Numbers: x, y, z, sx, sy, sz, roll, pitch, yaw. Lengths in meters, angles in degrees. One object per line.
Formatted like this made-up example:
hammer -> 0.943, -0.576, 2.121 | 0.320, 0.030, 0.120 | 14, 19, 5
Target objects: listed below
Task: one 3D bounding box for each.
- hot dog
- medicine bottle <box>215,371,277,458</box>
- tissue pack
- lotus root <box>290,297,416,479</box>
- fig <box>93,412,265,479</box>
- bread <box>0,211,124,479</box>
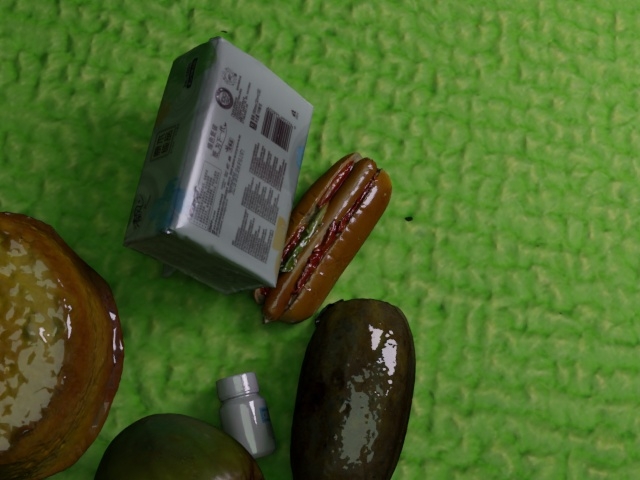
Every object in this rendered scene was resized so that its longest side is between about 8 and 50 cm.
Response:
hot dog -> 0.000, 0.000, 0.924 | 0.092, 0.062, 0.235 | 33, 73, -2
medicine bottle -> -0.081, 0.188, 0.860 | 0.052, 0.052, 0.089 | -12, 76, -12
tissue pack -> -0.123, -0.073, 0.887 | 0.159, 0.145, 0.229 | 30, 60, -41
lotus root -> 0.034, 0.173, 0.845 | 0.123, 0.124, 0.240 | 7, 72, 5
fig -> -0.141, 0.256, 0.770 | 0.181, 0.181, 0.191 | -24, 48, -14
bread -> -0.349, 0.102, 0.783 | 0.313, 0.172, 0.312 | 2, 75, -6
